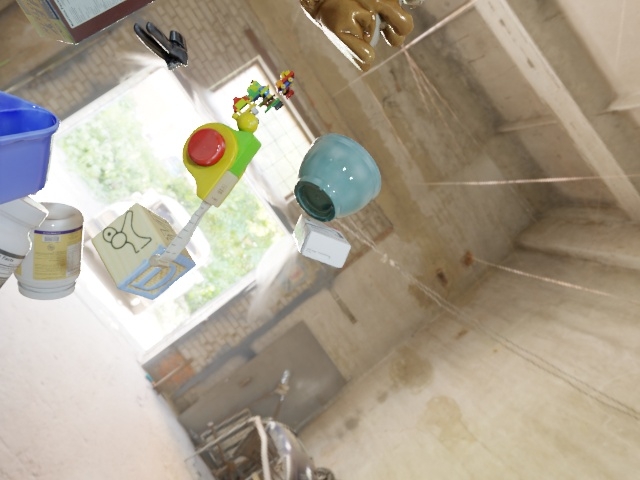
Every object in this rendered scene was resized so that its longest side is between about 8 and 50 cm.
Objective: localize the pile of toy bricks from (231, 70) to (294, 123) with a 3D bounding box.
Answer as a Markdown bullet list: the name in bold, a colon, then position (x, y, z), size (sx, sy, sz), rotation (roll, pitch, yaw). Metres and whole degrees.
- **pile of toy bricks**: position (-0.179, -0.436, 1.455), size (0.105, 0.212, 0.118), rotation (44, -10, 6)

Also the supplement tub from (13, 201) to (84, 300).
- **supplement tub**: position (-1.055, 0.039, 1.892), size (0.241, 0.240, 0.332), rotation (43, -55, 54)

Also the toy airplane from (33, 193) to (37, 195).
- **toy airplane**: position (-0.949, -0.162, 1.438), size (0.272, 0.384, 0.386), rotation (41, -4, -22)

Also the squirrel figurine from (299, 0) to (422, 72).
- **squirrel figurine**: position (0.148, -0.793, 1.531), size (0.397, 0.370, 0.281), rotation (43, 13, 1)

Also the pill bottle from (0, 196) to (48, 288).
- **pill bottle**: position (-0.862, 0.029, 1.201), size (0.210, 0.363, 0.210), rotation (34, -7, 5)

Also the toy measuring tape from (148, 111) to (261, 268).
- **toy measuring tape**: position (-0.232, -0.108, 0.900), size (0.121, 0.330, 0.121), rotation (37, -1, 1)

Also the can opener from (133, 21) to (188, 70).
- **can opener**: position (-0.325, -0.400, 0.994), size (0.186, 0.059, 0.073), rotation (-23, 100, -79)

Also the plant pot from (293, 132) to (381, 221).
- **plant pot**: position (0.031, -0.188, 1.663), size (0.292, 0.196, 0.293), rotation (28, -34, 22)

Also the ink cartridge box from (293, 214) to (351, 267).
- **ink cartridge box**: position (0.000, 0.000, 1.701), size (0.158, 0.092, 0.218), rotation (20, 14, -15)

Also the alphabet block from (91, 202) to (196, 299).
- **alphabet block**: position (-0.537, 0.038, 1.491), size (0.197, 0.192, 0.193), rotation (51, -1, 24)

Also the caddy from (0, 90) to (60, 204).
- **caddy**: position (-0.624, -0.184, 0.841), size (0.241, 0.179, 0.341), rotation (22, 24, 5)

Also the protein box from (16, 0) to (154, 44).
- **protein box**: position (-0.435, -0.475, 0.887), size (0.199, 0.201, 0.136), rotation (27, -30, 40)
